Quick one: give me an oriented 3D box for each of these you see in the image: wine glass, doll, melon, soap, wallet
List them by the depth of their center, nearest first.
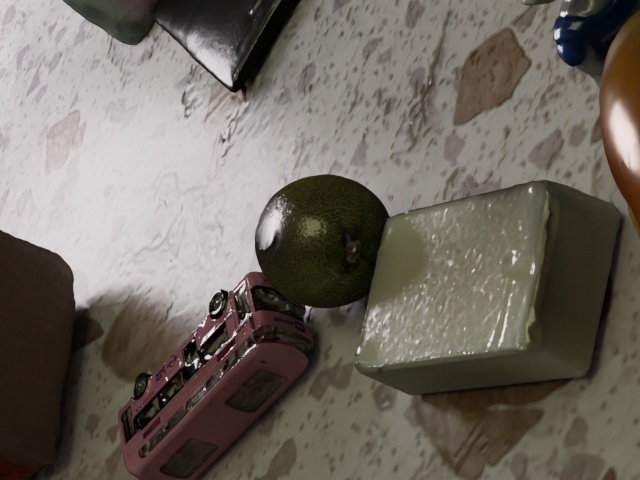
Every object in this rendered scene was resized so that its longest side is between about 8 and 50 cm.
[{"bbox_3d":[0.179,-0.136,1.014,0.057,0.227,0.114,26,92,59],"label":"doll"},{"bbox_3d":[0.106,0.033,1.161,0.183,0.064,0.121,-12,59,53],"label":"soap"},{"bbox_3d":[0.000,0.000,1.301,0.099,0.099,0.162,-67,16,-4],"label":"melon"},{"bbox_3d":[-0.095,-0.230,1.677,0.124,0.025,0.244,-59,32,10],"label":"wallet"},{"bbox_3d":[-0.244,-0.260,1.795,0.073,0.155,0.073,-30,50,42],"label":"wine glass"}]

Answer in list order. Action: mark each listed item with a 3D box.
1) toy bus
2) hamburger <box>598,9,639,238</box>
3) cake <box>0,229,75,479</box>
[{"bbox_3d":[-0.085,0.114,1.388,0.203,0.063,0.090,-47,38,29],"label":"toy bus"},{"bbox_3d":[0.287,-0.011,0.619,0.277,0.396,0.395,-51,34,19],"label":"hamburger"},{"bbox_3d":[-0.397,0.110,1.625,0.237,0.309,0.230,-28,51,39],"label":"cake"}]
